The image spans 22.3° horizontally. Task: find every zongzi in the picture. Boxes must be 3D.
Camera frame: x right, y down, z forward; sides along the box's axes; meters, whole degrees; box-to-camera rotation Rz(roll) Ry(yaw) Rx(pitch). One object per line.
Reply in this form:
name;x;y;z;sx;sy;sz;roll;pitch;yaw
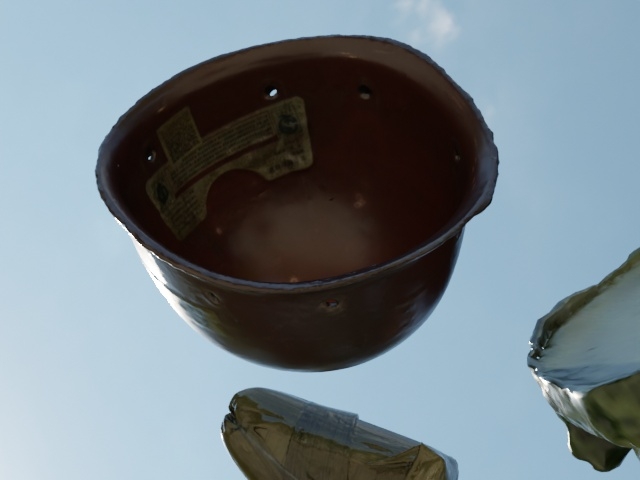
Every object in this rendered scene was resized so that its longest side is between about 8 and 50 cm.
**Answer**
zongzi;-0.010;0.269;1.465;0.221;0.112;0.242;19;-91;21

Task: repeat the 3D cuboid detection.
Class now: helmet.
helmet;0.000;0.000;0.673;0.175;0.155;0.106;26;-39;41

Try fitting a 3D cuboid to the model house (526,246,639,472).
model house;0.294;0.089;0.778;0.321;0.261;0.266;-31;-88;-8
